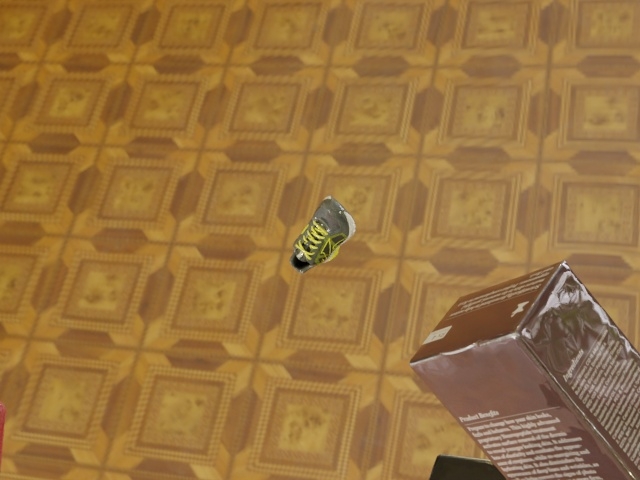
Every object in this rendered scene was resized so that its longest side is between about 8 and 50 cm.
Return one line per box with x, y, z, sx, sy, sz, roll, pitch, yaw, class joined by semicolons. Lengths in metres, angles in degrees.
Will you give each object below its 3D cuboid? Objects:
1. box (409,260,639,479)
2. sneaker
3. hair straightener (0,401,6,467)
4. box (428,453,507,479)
0.305;0.224;1.146;0.381;0.191;0.143;49;55;-11;box
0.000;0.000;0.703;0.031;0.083;0.035;44;62;14;sneaker
-0.256;0.187;0.716;0.047;0.230;0.089;-6;30;-24;hair straightener
0.335;0.700;1.677;0.298;0.471;0.479;0;50;36;box
